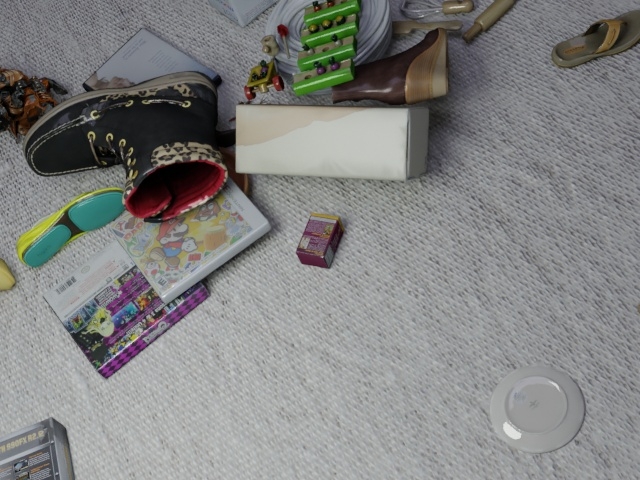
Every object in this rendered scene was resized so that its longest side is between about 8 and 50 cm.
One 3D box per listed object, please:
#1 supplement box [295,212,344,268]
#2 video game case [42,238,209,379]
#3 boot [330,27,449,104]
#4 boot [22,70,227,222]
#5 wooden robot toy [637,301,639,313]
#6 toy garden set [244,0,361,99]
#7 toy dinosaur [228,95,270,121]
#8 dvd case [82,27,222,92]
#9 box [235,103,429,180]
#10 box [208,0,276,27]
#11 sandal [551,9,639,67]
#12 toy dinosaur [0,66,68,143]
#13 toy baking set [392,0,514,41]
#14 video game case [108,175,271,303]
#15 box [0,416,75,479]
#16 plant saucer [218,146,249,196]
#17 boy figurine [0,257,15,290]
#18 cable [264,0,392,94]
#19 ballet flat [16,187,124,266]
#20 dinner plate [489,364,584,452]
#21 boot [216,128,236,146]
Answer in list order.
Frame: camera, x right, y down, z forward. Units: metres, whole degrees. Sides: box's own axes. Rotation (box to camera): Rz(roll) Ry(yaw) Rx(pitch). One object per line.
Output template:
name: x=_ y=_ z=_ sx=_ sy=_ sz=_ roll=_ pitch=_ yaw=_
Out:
supplement box: x=0.000 y=0.000 z=1.810 sx=0.055 sy=0.043 sz=0.083 roll=11 pitch=62 yaw=23
video game case: x=-0.343 y=0.096 z=1.856 sx=0.232 sy=0.042 sz=0.210 roll=-40 pitch=56 yaw=-9
boot: x=0.126 y=-0.313 z=1.888 sx=0.206 sy=0.090 sz=0.248 roll=-2 pitch=30 yaw=9
boot: x=-0.345 y=-0.149 z=1.886 sx=0.377 sy=0.138 sz=0.284 roll=-16 pitch=42 yaw=-4
wooden robot toy: x=0.532 y=0.135 z=1.540 sx=0.076 sy=0.079 sz=0.173 roll=-27 pitch=56 yaw=-1
toy garden set: x=-0.035 y=-0.354 z=1.894 sx=0.203 sy=0.049 sz=0.244 roll=-14 pitch=43 yaw=19
toy dinosaur: x=-0.116 y=-0.239 z=2.011 sx=0.082 sy=0.047 sz=0.090 roll=44 pitch=112 yaw=24
dvd case: x=-0.341 y=-0.317 z=2.126 sx=0.253 sy=0.022 sz=0.180 roll=35 pitch=74 yaw=31
box: x=0.021 y=-0.173 z=1.829 sx=0.311 sy=0.148 sz=0.121 roll=3 pitch=98 yaw=18
box: x=-0.127 y=-0.601 z=2.110 sx=0.262 sy=0.231 sz=0.126 roll=-43 pitch=57 yaw=-11
sandal: x=0.496 y=-0.363 z=1.879 sx=0.180 sy=0.049 sz=0.072 roll=-21 pitch=55 yaw=4
toy dinosaur: x=-0.641 y=-0.272 z=2.146 sx=0.322 sy=0.164 sz=0.218 roll=15 pitch=48 yaw=45
toy baking set: x=0.261 y=-0.455 z=2.026 sx=0.196 sy=0.030 sz=0.256 roll=33 pitch=74 yaw=34
video game case: x=-0.232 y=-0.024 z=1.858 sx=0.227 sy=0.026 sz=0.206 roll=-36 pitch=55 yaw=-9
box: x=-0.512 y=0.412 z=1.704 sx=0.231 sy=0.056 sz=0.183 roll=-22 pitch=55 yaw=2
plant saucer: x=-0.223 y=-0.084 z=1.936 sx=0.199 sy=0.037 sz=0.200 roll=-8 pitch=56 yaw=12
boy figurine: x=-0.696 y=0.049 z=1.968 sx=0.285 sy=0.092 sz=0.177 roll=15 pitch=62 yaw=28
cable: x=0.016 y=-0.396 z=2.018 sx=0.257 sy=0.089 sz=0.257 roll=-19 pitch=51 yaw=10
ballet flat: x=-0.467 y=-0.040 z=1.966 sx=0.231 sy=0.077 sz=0.077 roll=-35 pitch=42 yaw=-4
dinner plate: x=0.321 y=0.247 z=1.574 sx=0.141 sy=0.017 sz=0.141 roll=-9 pitch=56 yaw=13
boot: x=-0.204 y=-0.225 z=2.021 sx=0.106 sy=0.037 sz=0.114 roll=-18 pitch=51 yaw=3
